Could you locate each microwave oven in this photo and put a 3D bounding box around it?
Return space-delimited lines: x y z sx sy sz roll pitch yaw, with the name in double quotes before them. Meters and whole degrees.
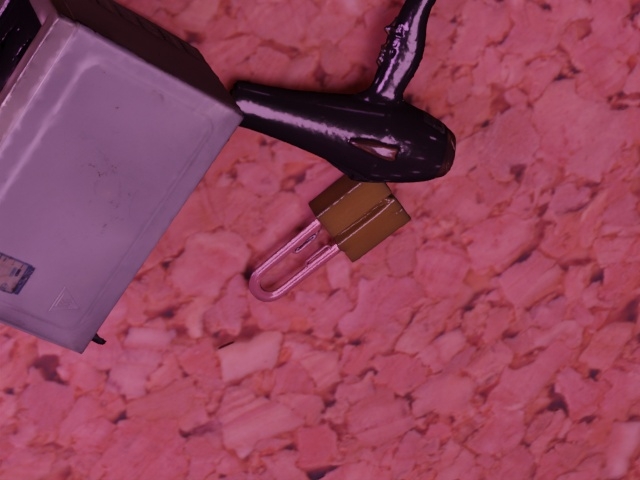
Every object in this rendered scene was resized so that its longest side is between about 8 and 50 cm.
"microwave oven" -0.307 -0.098 1.751 0.286 0.218 0.355 25 107 -34

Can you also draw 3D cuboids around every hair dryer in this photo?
"hair dryer" 0.067 -0.249 1.899 0.303 0.120 0.359 17 109 -15

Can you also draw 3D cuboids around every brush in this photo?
"brush" 0.000 0.000 2.045 0.233 0.047 0.103 -37 126 4
